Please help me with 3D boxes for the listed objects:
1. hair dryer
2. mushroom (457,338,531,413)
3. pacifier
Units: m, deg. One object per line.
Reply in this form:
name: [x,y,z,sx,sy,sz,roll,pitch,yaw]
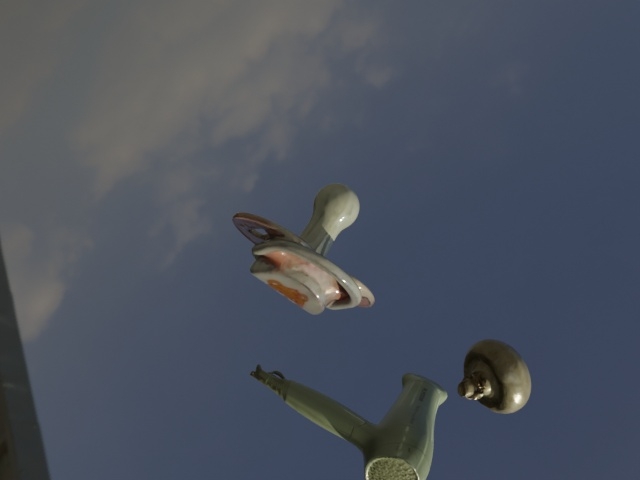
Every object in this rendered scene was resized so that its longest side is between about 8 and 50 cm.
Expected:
hair dryer: [0.031,0.194,0.824,0.206,0.237,0.075,-48,157,-65]
mushroom: [0.181,0.152,0.732,0.079,0.085,0.085,-19,-152,-24]
pacifier: [0.000,0.000,0.399,0.078,0.099,0.081,-59,-157,-16]
